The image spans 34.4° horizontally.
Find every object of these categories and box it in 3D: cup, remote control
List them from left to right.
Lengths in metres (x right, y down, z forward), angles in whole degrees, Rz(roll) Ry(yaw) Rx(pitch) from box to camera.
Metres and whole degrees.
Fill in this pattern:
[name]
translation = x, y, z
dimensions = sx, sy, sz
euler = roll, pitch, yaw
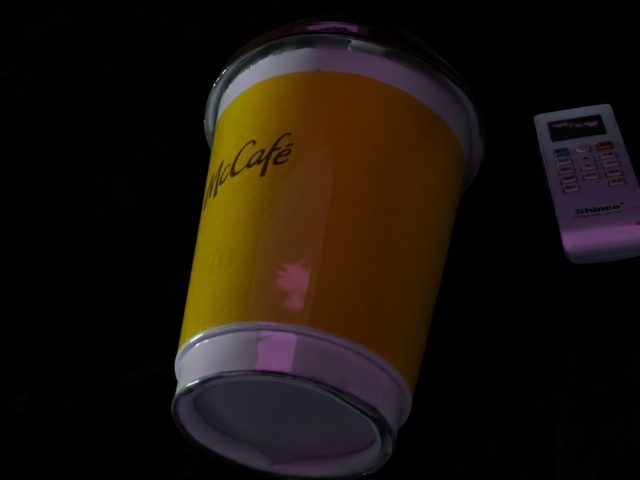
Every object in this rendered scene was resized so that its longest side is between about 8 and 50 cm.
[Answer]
[cup]
translation = 0.000, 0.000, 0.663
dimensions = 0.196, 0.196, 0.279
euler = 0, 52, 17
[remote control]
translation = 0.196, -0.044, 0.759
dimensions = 0.065, 0.029, 0.166
euler = -9, 37, 10
